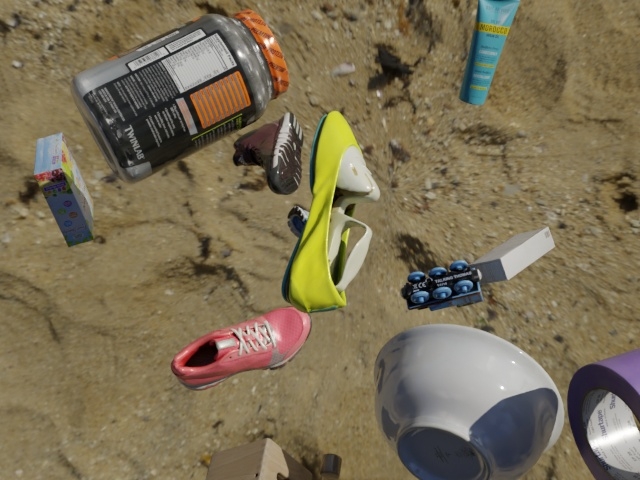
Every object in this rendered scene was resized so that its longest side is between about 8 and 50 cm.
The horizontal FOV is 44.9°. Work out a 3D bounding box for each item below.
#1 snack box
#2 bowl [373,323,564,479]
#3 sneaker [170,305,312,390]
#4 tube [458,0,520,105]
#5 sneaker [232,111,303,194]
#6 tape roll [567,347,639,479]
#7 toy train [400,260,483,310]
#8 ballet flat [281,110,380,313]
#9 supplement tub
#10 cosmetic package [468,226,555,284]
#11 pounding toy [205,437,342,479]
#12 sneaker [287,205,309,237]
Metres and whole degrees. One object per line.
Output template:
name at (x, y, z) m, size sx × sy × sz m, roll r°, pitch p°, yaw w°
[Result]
snack box at (-0.593, -0.119, 1.803) m, size 0.070 × 0.174 × 0.207 m, roll -16°, pitch 128°, yaw -6°
bowl at (0.199, 0.278, 1.154) m, size 0.298 × 0.134 × 0.297 m, roll 15°, pitch 131°, yaw 18°
sneaker at (-0.163, 0.225, 1.602) m, size 0.314 × 0.136 × 0.116 m, roll -24°, pitch 72°, yaw -1°
tube at (0.320, -0.369, 1.504) m, size 0.080 × 0.052 × 0.207 m, roll 3°, pitch 118°, yaw -14°
sneaker at (-0.131, -0.179, 1.772) m, size 0.163 × 0.281 × 0.106 m, roll -15°, pitch 123°, yaw 17°
tape roll at (0.399, 0.236, 0.968) m, size 0.080 × 0.189 × 0.189 m, roll -14°, pitch 93°, yaw -16°
toy train at (0.274, 0.110, 1.736) m, size 0.184 × 0.105 × 0.080 m, roll -16°, pitch 52°, yaw 12°
ballet flat at (0.022, -0.031, 0.828) m, size 0.077 × 0.077 × 0.231 m, roll 4°, pitch 71°, yaw 28°
supplement tub at (-0.238, -0.257, 1.344) m, size 0.338 × 0.207 × 0.207 m, roll -30°, pitch 91°, yaw -16°
cosmetic package at (0.468, 0.038, 1.884) m, size 0.099 × 0.239 × 0.060 m, roll -13°, pitch 99°, yaw 47°
pounding toy at (-0.058, 0.419, 1.294) m, size 0.206 × 0.094 × 0.181 m, roll -23°, pitch 126°, yaw 29°
sneaker at (0.000, 0.000, 1.708) m, size 0.071 × 0.083 × 0.190 m, roll -52°, pitch 48°, yaw 34°
